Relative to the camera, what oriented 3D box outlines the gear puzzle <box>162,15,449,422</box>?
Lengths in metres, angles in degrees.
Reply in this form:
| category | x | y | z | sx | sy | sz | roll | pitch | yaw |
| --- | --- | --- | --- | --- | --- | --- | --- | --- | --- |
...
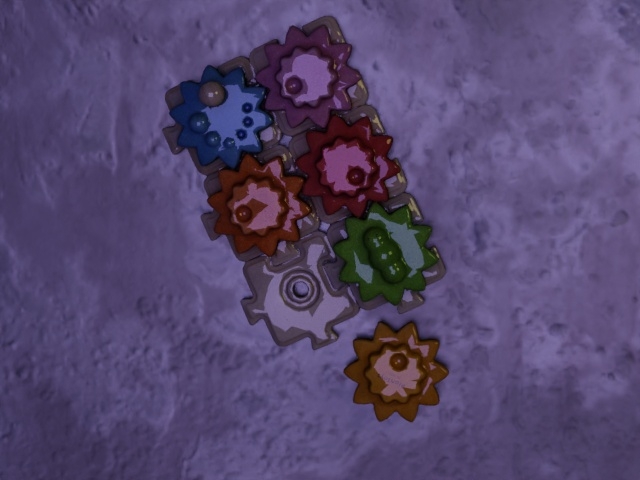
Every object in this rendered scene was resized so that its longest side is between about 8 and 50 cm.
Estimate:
| category | x | y | z | sx | sy | sz | roll | pitch | yaw |
| --- | --- | --- | --- | --- | --- | --- | --- | --- | --- |
| gear puzzle | 0.000 | 0.000 | 1.170 | 0.175 | 0.044 | 0.339 | -24 | 93 | 9 |
